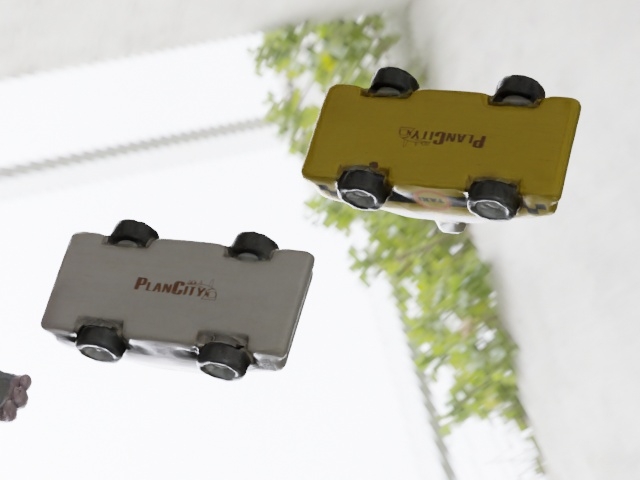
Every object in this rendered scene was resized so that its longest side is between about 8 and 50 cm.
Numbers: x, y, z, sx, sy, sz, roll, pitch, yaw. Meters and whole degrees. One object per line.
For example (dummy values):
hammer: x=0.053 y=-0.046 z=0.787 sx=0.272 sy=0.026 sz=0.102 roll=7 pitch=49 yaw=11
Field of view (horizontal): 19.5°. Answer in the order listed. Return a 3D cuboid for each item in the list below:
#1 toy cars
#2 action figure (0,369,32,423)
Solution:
toy cars: x=0.000 y=0.000 z=1.290 sx=0.393 sy=0.087 sz=0.176 roll=-30 pitch=-126 yaw=-1
action figure: x=-0.342 y=0.119 z=1.217 sx=0.248 sy=0.276 sz=0.370 roll=39 pitch=-116 yaw=6
